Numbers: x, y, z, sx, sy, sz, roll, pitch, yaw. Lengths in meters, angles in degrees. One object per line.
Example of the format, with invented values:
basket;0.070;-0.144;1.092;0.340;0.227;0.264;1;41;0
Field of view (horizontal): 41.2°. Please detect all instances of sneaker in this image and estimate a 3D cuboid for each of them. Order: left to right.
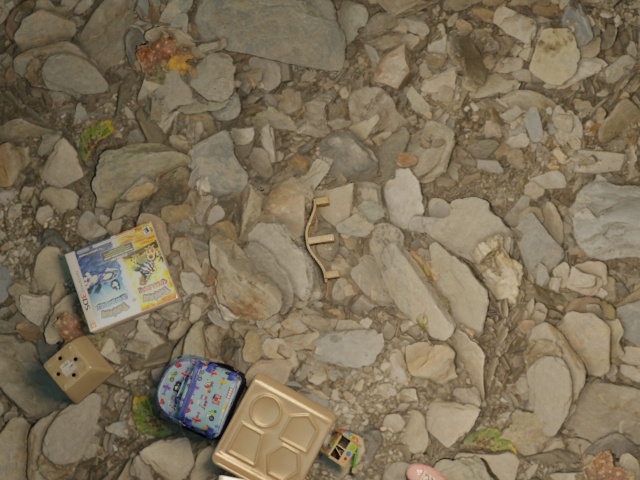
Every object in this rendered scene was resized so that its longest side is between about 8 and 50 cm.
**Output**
sneaker;0.237;0.498;1.729;0.134;0.070;0.051;31;82;9

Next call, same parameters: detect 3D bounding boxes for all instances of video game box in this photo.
video game box;-0.431;0.081;1.856;0.205;0.048;0.187;-22;80;-3

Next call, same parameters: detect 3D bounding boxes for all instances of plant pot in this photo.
plant pot;-0.519;0.268;1.791;0.109;0.096;0.109;-41;79;-7

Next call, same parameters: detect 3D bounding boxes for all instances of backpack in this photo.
backpack;-0.259;0.314;1.763;0.173;0.117;0.158;23;80;8

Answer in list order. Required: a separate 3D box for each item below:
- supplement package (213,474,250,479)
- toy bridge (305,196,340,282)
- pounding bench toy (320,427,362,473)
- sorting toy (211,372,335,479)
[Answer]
supplement package;-0.138;0.605;1.597;0.198;0.199;0.263;14;61;-13
toy bridge;0.000;0.000;1.869;0.063;0.026;0.188;-8;77;3
pounding bench toy;0.056;0.433;1.756;0.083;0.052;0.065;38;79;-17
sorting toy;-0.097;0.408;1.767;0.193;0.038;0.208;29;75;-3
